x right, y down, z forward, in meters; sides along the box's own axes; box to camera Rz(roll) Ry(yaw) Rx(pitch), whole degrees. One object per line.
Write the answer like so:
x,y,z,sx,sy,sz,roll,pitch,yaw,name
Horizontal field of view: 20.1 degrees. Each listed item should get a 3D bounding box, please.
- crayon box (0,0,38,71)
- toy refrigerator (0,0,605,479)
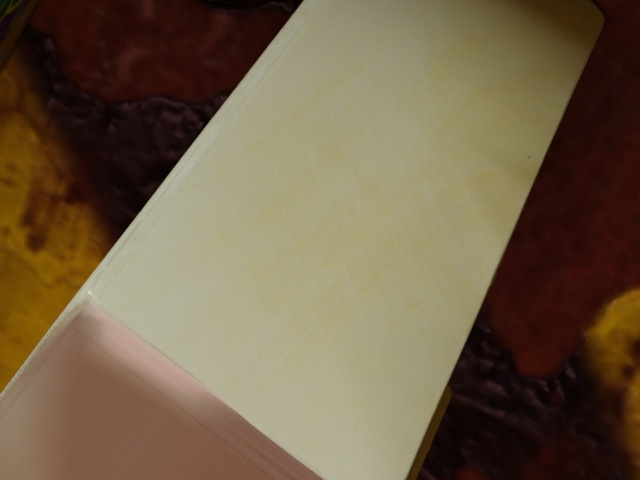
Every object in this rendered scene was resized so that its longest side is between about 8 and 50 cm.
-0.185,-0.035,0.615,0.083,0.203,0.323,34,127,-3,crayon box
0.000,0.000,0.524,0.094,0.269,0.102,38,126,-5,toy refrigerator
